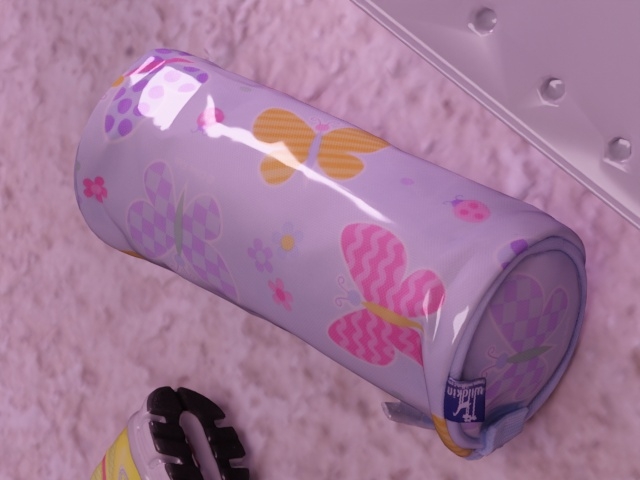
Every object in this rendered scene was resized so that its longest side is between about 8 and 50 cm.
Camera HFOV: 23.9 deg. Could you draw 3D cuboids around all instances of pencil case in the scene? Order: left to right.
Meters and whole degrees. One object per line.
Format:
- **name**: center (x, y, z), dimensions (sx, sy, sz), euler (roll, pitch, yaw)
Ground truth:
- **pencil case**: center (0.000, 0.000, 0.755), dimensions (0.273, 0.113, 0.124), euler (29, 138, 32)

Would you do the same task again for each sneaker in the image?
- **sneaker**: center (-0.068, 0.189, 0.807), dimensions (0.094, 0.081, 0.208), euler (-38, 59, 33)

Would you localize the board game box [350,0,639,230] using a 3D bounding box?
- **board game box**: center (0.219, -0.172, 0.572), dimensions (0.390, 0.050, 0.390), euler (40, 118, 15)
